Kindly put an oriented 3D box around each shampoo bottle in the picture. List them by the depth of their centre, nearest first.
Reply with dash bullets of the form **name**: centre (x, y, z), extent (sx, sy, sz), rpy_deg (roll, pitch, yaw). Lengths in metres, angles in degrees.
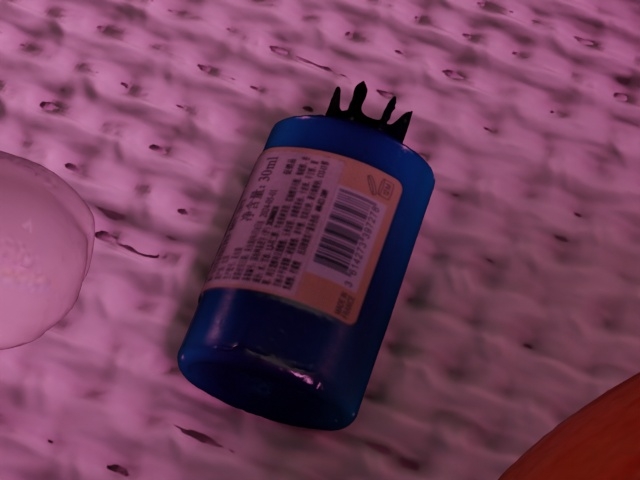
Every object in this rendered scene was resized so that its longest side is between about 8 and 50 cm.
- **shampoo bottle**: centre (0.000, 0.000, 0.774), extent (0.087, 0.050, 0.183), rpy_deg (18, 54, 4)

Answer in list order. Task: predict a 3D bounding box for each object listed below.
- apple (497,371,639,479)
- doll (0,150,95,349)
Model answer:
- **apple**: centre (0.178, 0.194, 0.495), extent (0.364, 0.364, 0.364), rpy_deg (6, 54, -8)
- **doll**: centre (-0.171, 0.077, 0.414), extent (0.348, 0.161, 0.423), rpy_deg (1, 44, -35)
